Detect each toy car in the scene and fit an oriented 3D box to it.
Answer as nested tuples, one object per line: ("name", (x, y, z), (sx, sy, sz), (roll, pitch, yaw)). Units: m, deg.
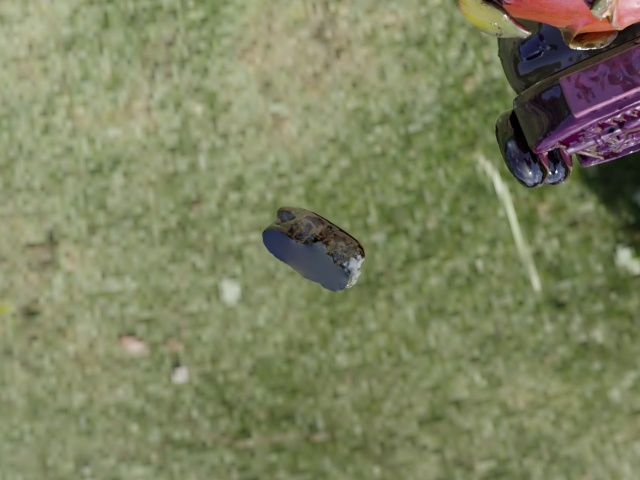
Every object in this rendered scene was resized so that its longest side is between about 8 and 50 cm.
("toy car", (0.284, -0.202, 1.909), (0.271, 0.240, 0.340), (-22, 173, 16))

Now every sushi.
("sushi", (0.000, 0.000, 1.534), (0.083, 0.046, 0.044), (33, 137, 12))

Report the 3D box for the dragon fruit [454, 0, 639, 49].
("dragon fruit", (0.167, -0.238, 1.359), (0.224, 0.227, 0.224), (-22, 146, -16))
